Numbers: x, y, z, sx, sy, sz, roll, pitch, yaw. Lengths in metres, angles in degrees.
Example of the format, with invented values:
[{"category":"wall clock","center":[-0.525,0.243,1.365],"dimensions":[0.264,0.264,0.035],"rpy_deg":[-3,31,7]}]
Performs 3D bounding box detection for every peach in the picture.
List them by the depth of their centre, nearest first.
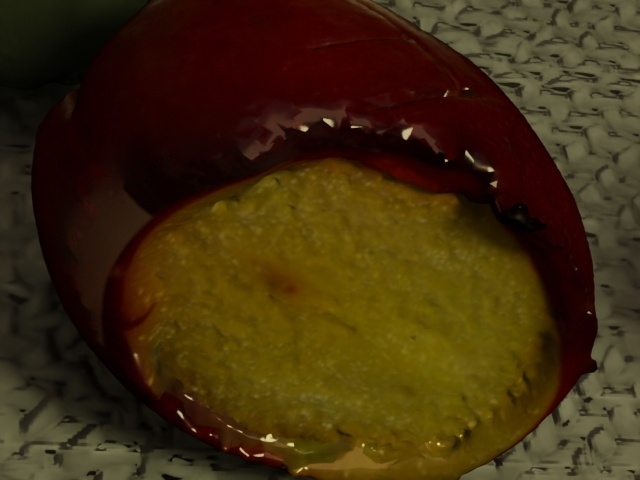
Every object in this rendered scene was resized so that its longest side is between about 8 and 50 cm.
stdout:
[{"category":"peach","center":[0.000,0.000,0.675],"dimensions":[0.226,0.196,0.190],"rpy_deg":[41,81,24]}]

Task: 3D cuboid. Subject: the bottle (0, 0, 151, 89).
[{"category":"bottle","center":[-0.068,-0.197,0.854],"dimensions":[0.168,0.168,0.347],"rpy_deg":[34,46,15]}]
